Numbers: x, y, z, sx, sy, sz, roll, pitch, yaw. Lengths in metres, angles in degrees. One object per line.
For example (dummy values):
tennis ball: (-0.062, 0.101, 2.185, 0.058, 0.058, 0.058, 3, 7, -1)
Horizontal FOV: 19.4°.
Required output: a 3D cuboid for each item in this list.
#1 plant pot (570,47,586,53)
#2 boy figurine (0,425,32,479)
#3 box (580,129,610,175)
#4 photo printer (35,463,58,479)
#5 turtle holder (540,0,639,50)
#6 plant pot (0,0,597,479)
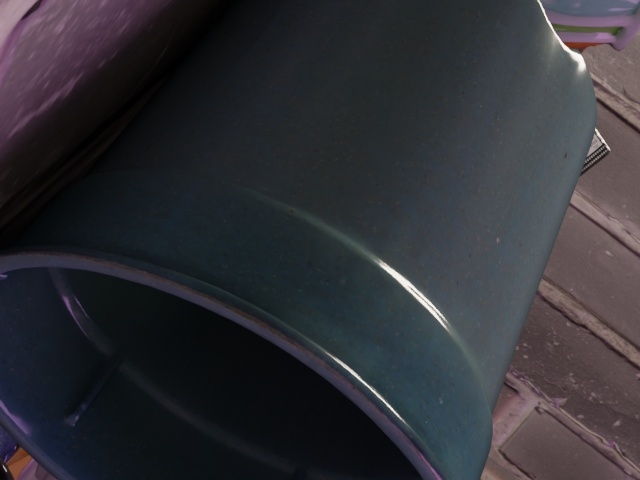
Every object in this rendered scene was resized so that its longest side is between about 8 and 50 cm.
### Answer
plant pot: (0.152, -0.261, 1.648, 0.110, 0.237, 0.237, 14, 121, -42)
boy figurine: (-0.215, 0.132, 1.380, 0.177, 0.092, 0.285, -58, 172, 23)
box: (0.087, -0.003, 1.563, 0.270, 0.060, 0.216, -36, -176, -33)
photo printer: (-0.139, 0.115, 1.856, 0.307, 0.107, 0.256, -55, -177, -38)
turtle holder: (0.190, -0.284, 1.365, 0.320, 0.227, 0.243, -52, 176, -10)
plant pot: (0.000, 0.000, 1.174, 0.334, 0.341, 0.341, -59, 180, -30)
